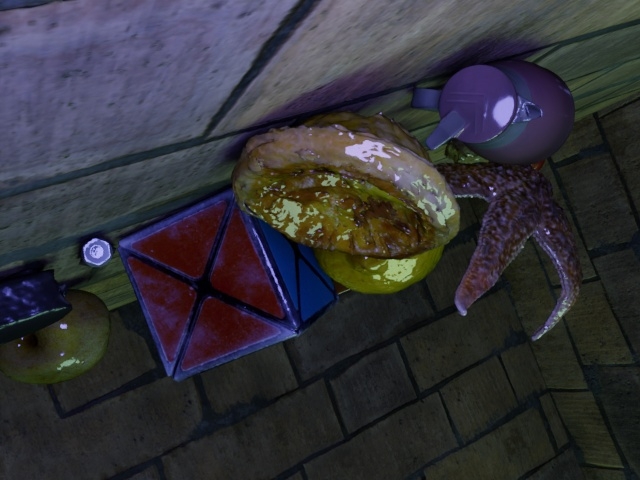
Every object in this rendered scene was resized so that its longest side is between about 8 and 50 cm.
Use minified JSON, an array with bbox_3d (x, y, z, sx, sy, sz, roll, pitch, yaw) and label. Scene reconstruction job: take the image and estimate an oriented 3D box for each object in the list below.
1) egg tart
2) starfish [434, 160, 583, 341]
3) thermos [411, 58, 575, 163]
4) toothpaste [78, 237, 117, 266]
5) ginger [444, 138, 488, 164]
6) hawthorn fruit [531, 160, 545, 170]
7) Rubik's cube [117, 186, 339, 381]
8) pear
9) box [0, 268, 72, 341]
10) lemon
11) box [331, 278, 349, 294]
[{"bbox_3d":[0.033,-0.072,0.789,0.290,0.116,0.290,11,159,4],"label":"egg tart"},{"bbox_3d":[0.260,-0.045,1.001,0.383,0.398,0.132,-12,159,-30],"label":"starfish"},{"bbox_3d":[0.226,-0.172,0.861,0.176,0.146,0.265,12,-168,29],"label":"thermos"},{"bbox_3d":[-0.349,0.022,1.019,0.067,0.043,0.194,-25,-176,-18],"label":"toothpaste"},{"bbox_3d":[0.315,-0.204,1.282,0.157,0.102,0.216,-29,179,14],"label":"ginger"},{"bbox_3d":[0.446,-0.196,1.478,0.162,0.204,0.162,-19,179,0],"label":"hawthorn fruit"},{"bbox_3d":[-0.146,0.057,1.126,0.254,0.259,0.260,-21,-178,16],"label":"Rubik's cube"},{"bbox_3d":[-0.551,0.202,1.370,0.228,0.188,0.211,-23,170,9],"label":"pear"},{"bbox_3d":[-0.593,0.150,1.015,0.350,0.091,0.359,-20,177,-37],"label":"box"},{"bbox_3d":[0.102,-0.040,1.141,0.253,0.254,0.310,-23,-161,20],"label":"lemon"},{"bbox_3d":[0.000,0.000,1.361,0.152,0.237,0.070,-23,173,10],"label":"box"}]
